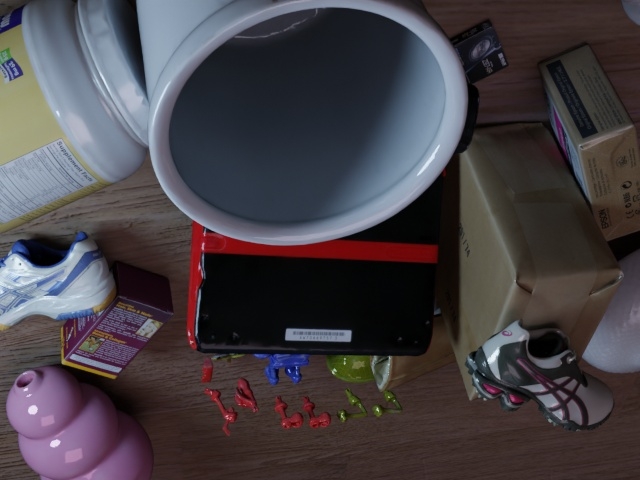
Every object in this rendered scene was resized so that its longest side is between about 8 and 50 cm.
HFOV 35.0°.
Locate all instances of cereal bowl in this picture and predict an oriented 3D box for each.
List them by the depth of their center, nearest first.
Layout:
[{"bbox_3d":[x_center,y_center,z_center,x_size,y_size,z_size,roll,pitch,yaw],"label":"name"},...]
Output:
[{"bbox_3d":[0.634,0.143,1.896,0.339,0.141,0.339,-17,146,-12],"label":"cereal bowl"}]

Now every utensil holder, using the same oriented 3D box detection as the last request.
[{"bbox_3d":[-0.047,-0.239,1.151,0.328,0.385,0.327,-9,136,-9],"label":"utensil holder"}]

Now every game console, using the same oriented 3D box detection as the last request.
[{"bbox_3d":[0.000,0.000,1.510,0.387,0.060,0.341,3,95,-19],"label":"game console"}]

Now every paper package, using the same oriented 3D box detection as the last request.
[{"bbox_3d":[0.298,0.036,1.591,0.168,0.324,0.309,-3,137,-13],"label":"paper package"}]

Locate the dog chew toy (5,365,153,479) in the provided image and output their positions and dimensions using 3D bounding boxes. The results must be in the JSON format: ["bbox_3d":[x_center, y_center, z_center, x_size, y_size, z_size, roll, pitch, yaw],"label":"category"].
[{"bbox_3d":[-0.435,0.346,1.789,0.207,0.206,0.331,-22,129,6],"label":"dog chew toy"}]

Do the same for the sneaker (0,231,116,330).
[{"bbox_3d":[-0.468,0.060,1.559,0.297,0.112,0.131,-12,112,2],"label":"sneaker"}]

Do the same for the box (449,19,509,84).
[{"bbox_3d":[0.230,-0.272,1.472,0.067,0.018,0.083,-25,136,10],"label":"box"}]

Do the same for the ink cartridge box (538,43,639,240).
[{"bbox_3d":[0.415,-0.144,1.534,0.088,0.193,0.234,-21,137,8],"label":"ink cartridge box"}]

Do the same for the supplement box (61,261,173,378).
[{"bbox_3d":[-0.338,0.134,1.671,0.104,0.080,0.188,23,125,-34],"label":"supplement box"}]

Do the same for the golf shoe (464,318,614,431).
[{"bbox_3d":[0.342,0.196,1.460,0.273,0.105,0.120,18,121,-31],"label":"golf shoe"}]

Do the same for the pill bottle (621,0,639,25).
[{"bbox_3d":[0.510,-0.346,1.385,0.272,0.152,0.152,13,130,-29],"label":"pill bottle"}]

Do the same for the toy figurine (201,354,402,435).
[{"bbox_3d":[-0.014,0.185,1.758,0.363,0.191,0.217,-2,130,-17],"label":"toy figurine"}]

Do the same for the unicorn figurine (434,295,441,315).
[{"bbox_3d":[0.208,0.116,1.849,0.111,0.060,0.162,-22,121,8],"label":"unicorn figurine"}]

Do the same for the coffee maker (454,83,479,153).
[{"bbox_3d":[0.130,-0.180,1.426,0.178,0.171,0.120,9,115,-27],"label":"coffee maker"}]

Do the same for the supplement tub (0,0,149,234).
[{"bbox_3d":[-0.363,-0.153,1.249,0.331,0.241,0.241,-24,137,7],"label":"supplement tub"}]

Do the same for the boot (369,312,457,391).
[{"bbox_3d":[0.211,0.215,1.827,0.270,0.089,0.236,-17,123,-28],"label":"boot"}]
